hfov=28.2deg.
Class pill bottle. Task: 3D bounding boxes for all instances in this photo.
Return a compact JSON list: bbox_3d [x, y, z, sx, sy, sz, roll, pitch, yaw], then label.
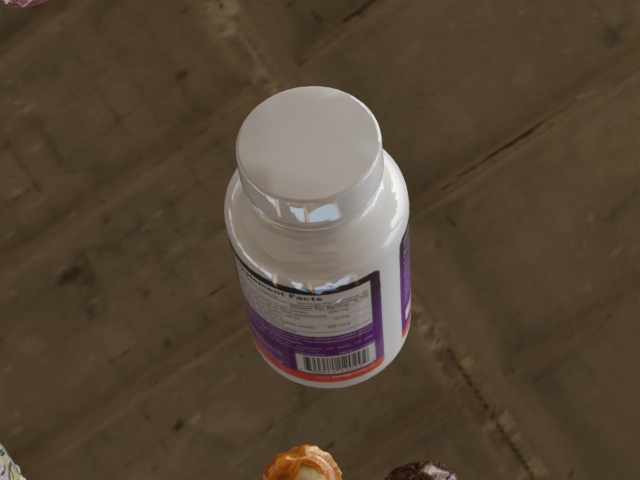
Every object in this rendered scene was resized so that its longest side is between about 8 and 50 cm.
[{"bbox_3d":[0.000,0.000,0.764,0.108,0.193,0.108,-2,-124,3],"label":"pill bottle"}]

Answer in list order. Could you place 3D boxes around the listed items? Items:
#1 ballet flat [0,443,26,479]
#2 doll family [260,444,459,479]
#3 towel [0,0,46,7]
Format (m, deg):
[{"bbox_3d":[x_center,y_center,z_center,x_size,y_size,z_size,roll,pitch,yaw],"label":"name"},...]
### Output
[{"bbox_3d":[-0.131,0.105,0.501,0.041,0.041,0.114,56,-33,1],"label":"ballet flat"},{"bbox_3d":[-0.036,0.177,0.549,0.118,0.263,0.163,-24,-98,58],"label":"doll family"},{"bbox_3d":[-0.066,-0.265,0.602,0.237,0.329,0.037,-22,-119,-17],"label":"towel"}]
